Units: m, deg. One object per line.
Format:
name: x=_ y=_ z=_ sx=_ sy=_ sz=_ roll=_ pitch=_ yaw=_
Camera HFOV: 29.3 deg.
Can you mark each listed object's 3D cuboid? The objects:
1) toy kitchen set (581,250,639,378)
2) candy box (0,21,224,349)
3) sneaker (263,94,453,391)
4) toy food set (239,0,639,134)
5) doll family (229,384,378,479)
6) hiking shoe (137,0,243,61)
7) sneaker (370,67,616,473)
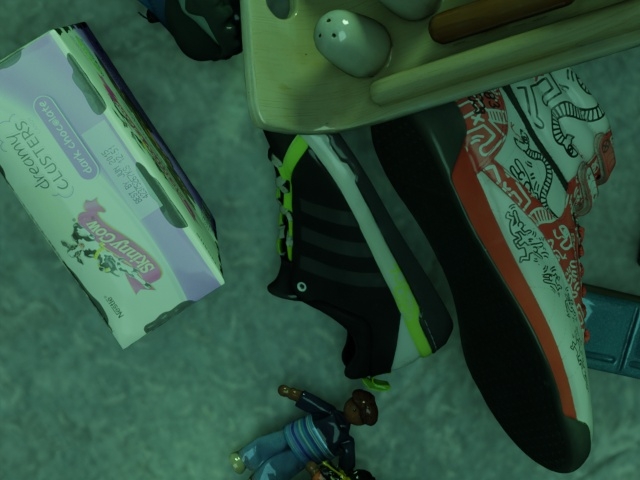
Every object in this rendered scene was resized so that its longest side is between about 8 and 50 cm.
toy kitchen set: x=0.246 y=0.005 z=0.798 sx=0.122 sy=0.166 sz=0.207 roll=12 pitch=99 yaw=-8
candy box: x=-0.131 y=-0.042 z=0.733 sx=0.070 sy=0.196 sz=0.165 roll=-32 pitch=103 yaw=1
sneaker: x=0.000 y=0.000 z=0.813 sx=0.097 sy=0.084 sz=0.235 roll=-31 pitch=102 yaw=2
toy food set: x=0.080 y=-0.202 z=0.680 sx=0.306 sy=0.092 sz=0.220 roll=-13 pitch=75 yaw=32
doll family: x=0.022 y=0.187 z=0.854 sx=0.111 sy=0.076 sz=0.193 roll=-31 pitch=108 yaw=20
hiking shoe: x=-0.159 y=-0.228 z=0.759 sx=0.132 sy=0.113 sz=0.304 roll=-27 pitch=111 yaw=30
sneaker: x=0.149 y=0.004 z=0.799 sx=0.145 sy=0.090 sz=0.270 roll=-28 pitch=96 yaw=-28
